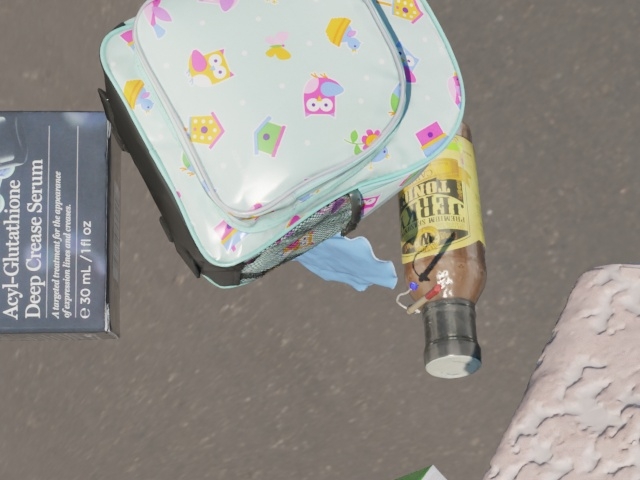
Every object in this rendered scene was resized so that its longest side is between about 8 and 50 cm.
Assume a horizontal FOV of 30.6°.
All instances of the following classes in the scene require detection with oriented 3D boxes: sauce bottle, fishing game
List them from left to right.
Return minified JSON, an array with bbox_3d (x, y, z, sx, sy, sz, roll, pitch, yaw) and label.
[{"bbox_3d":[0.000,0.000,1.223,0.264,0.189,0.041,26,74,0],"label":"fishing game"},{"bbox_3d":[0.158,0.004,1.497,0.112,0.111,0.344,6,59,-16],"label":"sauce bottle"}]

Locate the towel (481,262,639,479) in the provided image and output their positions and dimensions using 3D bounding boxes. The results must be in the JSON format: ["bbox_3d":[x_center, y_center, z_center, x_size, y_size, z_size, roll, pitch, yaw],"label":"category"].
[{"bbox_3d":[0.260,0.136,0.830,0.053,0.317,0.331,51,54,-25],"label":"towel"}]

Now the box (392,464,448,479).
[{"bbox_3d":[0.117,0.415,1.398,0.231,0.262,0.127,44,56,-3],"label":"box"}]

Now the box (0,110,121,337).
[{"bbox_3d":[-0.473,-0.013,1.583,0.396,0.212,0.293,-1,82,-5],"label":"box"}]

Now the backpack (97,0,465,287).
[{"bbox_3d":[-0.015,-0.084,0.671,0.188,0.144,0.165,-26,80,-16],"label":"backpack"}]
